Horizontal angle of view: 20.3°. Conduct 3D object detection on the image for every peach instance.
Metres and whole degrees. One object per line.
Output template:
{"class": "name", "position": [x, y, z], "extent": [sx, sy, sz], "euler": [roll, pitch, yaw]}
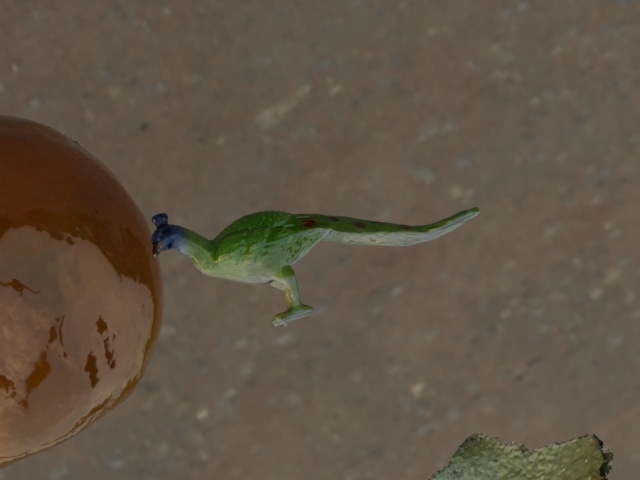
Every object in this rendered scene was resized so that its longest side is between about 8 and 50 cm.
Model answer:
{"class": "peach", "position": [-0.311, 0.036, 1.570], "extent": [0.342, 0.302, 0.343], "euler": [-23, -171, 4]}

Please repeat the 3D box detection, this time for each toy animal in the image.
{"class": "toy animal", "position": [-0.001, 0.017, 1.154], "extent": [0.216, 0.075, 0.041], "euler": [-1, 172, -7]}

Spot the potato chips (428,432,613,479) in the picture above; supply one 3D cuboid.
{"class": "potato chips", "position": [0.151, 0.256, 1.600], "extent": [0.228, 0.167, 0.059], "euler": [-4, 176, 18]}
